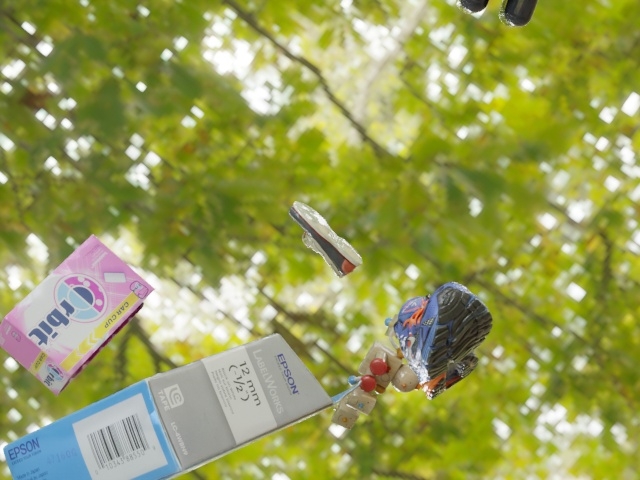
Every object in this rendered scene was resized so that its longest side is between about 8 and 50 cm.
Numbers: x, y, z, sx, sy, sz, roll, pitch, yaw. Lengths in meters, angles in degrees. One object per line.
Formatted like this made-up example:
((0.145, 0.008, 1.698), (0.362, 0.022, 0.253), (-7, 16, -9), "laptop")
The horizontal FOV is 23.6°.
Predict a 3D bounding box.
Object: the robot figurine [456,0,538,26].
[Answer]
((0.250, -0.405, 1.877), (0.209, 0.173, 0.278), (10, -80, -40), "robot figurine")

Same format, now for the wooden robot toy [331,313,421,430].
((0.084, 0.172, 1.871), (0.173, 0.079, 0.076), (-60, 7, 20), "wooden robot toy")

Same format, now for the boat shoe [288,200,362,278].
((0.000, 0.000, 2.175), (0.043, 0.137, 0.049), (-38, 23, 23), "boat shoe")

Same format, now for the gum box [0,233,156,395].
((-0.302, 0.088, 1.900), (0.188, 0.107, 0.062), (-49, -1, -40), "gum box")

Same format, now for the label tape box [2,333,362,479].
((-0.151, 0.205, 1.759), (0.249, 0.115, 0.347), (-27, -5, 36), "label tape box")

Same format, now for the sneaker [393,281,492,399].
((0.110, 0.091, 1.528), (0.083, 0.087, 0.221), (-35, -18, -16), "sneaker")
